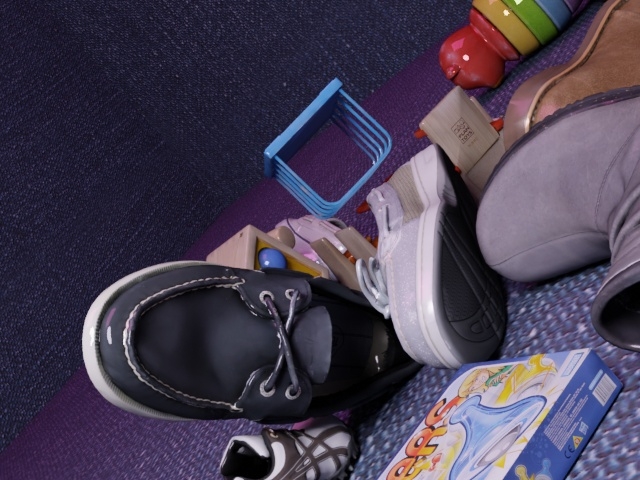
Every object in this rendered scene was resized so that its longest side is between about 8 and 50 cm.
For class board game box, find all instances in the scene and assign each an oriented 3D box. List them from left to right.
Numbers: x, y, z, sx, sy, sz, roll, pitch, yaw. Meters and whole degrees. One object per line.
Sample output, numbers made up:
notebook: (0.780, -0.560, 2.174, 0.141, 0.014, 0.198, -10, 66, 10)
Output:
board game box: (0.082, 0.153, 0.576, 0.201, 0.035, 0.136, -47, 11, -28)

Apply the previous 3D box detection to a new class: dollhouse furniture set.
dollhouse furniture set: (0.123, -0.080, 1.130, 0.262, 0.135, 0.259, -46, 11, -24)

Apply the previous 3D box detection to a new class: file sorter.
file sorter: (0.010, -0.100, 1.129, 0.118, 0.104, 0.170, -47, -1, -5)

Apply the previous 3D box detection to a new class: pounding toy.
pounding toy: (-0.039, 0.053, 1.124, 0.094, 0.181, 0.206, -34, 39, 36)

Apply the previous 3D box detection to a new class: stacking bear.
stacking bear: (0.325, -0.372, 1.594, 0.289, 0.164, 0.175, -44, 9, 12)

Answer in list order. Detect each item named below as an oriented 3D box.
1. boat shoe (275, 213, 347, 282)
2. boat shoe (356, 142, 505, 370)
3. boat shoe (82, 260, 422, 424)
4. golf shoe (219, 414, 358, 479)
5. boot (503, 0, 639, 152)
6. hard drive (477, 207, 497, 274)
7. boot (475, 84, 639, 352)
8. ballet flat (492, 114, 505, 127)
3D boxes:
boat shoe: (0.000, 0.000, 1.397, 0.088, 0.096, 0.267, -38, 11, -2)
boat shoe: (0.086, 0.016, 0.820, 0.103, 0.118, 0.320, -28, 24, 17)
boat shoe: (-0.025, 0.082, 0.741, 0.113, 0.340, 0.127, -9, 73, 36)
golf shoe: (-0.027, 0.174, 0.747, 0.077, 0.094, 0.198, -40, 8, 15)
boot: (0.290, -0.147, 0.852, 0.115, 0.112, 0.305, 10, 40, 39)
hard drive: (0.191, -0.022, 0.883, 0.135, 0.022, 0.094, -36, 26, 39)
boot: (0.204, -0.012, 0.617, 0.338, 0.118, 0.223, -38, 15, 46)
ballet flat: (0.219, -0.138, 1.298, 0.114, 0.041, 0.041, -35, 12, 35)
